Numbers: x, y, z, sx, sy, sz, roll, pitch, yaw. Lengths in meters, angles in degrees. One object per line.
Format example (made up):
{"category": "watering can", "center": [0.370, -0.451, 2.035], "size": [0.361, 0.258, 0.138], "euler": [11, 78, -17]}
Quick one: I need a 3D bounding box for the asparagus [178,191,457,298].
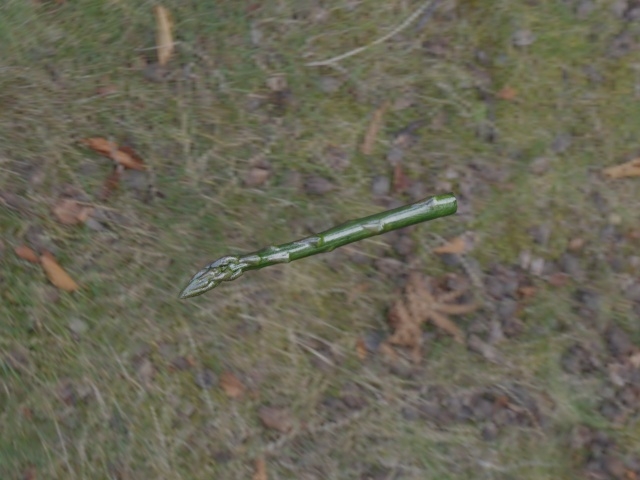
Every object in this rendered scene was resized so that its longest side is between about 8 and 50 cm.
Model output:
{"category": "asparagus", "center": [0.000, 0.000, 0.750], "size": [0.163, 0.016, 0.016], "euler": [-16, 117, -30]}
